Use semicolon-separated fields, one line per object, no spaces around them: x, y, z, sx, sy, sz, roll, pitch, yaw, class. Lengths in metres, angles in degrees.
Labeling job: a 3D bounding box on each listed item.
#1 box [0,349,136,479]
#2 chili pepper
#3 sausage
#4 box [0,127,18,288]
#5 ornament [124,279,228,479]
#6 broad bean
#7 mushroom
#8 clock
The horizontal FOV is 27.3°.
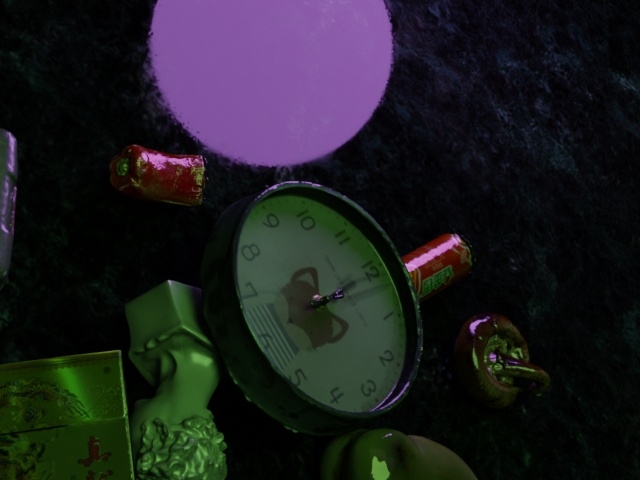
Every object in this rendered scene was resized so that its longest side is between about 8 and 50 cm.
-0.284;0.279;1.419;0.173;0.043;0.311;-6;69;-8;box
-0.210;-0.084;1.692;0.123;0.073;0.070;10;20;-34;chili pepper
0.110;0.067;1.845;0.264;0.083;0.083;-27;85;-40;sausage
-0.422;-0.029;1.467;0.148;0.129;0.210;14;60;-29;box
-0.164;0.184;1.546;0.120;0.130;0.285;33;50;-44;ornament
0.119;0.337;1.681;0.263;0.121;0.189;29;57;-24;broad bean
0.257;0.179;1.890;0.171;0.080;0.135;32;64;-20;mushroom
-0.005;0.080;1.636;0.325;0.067;0.325;23;54;-35;clock
